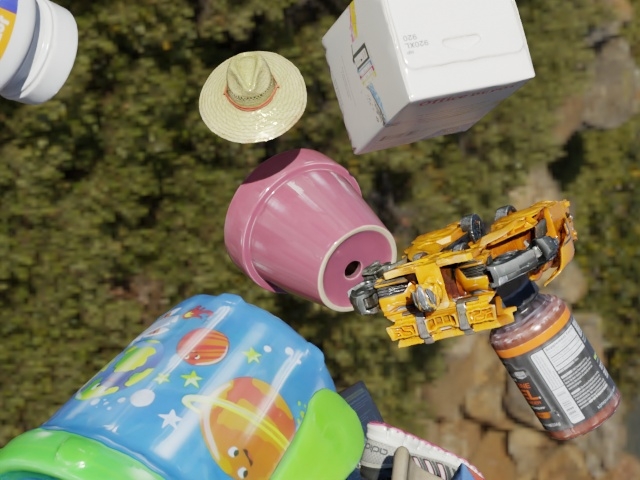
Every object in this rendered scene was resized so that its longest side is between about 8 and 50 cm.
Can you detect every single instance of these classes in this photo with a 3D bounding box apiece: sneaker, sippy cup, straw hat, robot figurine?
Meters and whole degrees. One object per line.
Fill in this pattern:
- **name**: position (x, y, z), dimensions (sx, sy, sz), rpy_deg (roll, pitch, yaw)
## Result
- **sneaker**: position (0.108, 0.259, 1.501), dimensions (0.170, 0.063, 0.075), rpy_deg (27, 84, -32)
- **sippy cup**: position (-0.104, 0.170, 1.053), dimensions (0.224, 0.305, 0.240), rpy_deg (-54, 151, -37)
- **straw hat**: position (-0.087, -0.194, 1.644), dimensions (0.061, 0.144, 0.144), rpy_deg (82, 19, -57)
- **robot figurine**: position (0.152, 0.029, 1.327), dimensions (0.291, 0.211, 0.085), rpy_deg (-32, 106, -62)

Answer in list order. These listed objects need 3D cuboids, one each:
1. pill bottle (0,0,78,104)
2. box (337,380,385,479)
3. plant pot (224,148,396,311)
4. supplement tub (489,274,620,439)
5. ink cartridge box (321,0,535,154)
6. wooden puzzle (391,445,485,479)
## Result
- **pill bottle**: position (-0.383, -0.227, 1.354), dimensions (0.272, 0.152, 0.152), rpy_deg (18, 70, -44)
- **box**: position (0.068, 0.410, 2.226), dimensions (0.318, 0.097, 0.395), rpy_deg (63, 13, 4)
- **plant pot**: position (0.000, 0.000, 1.821), dimensions (0.201, 0.180, 0.201), rpy_deg (-20, 126, -29)
- **supplement tub**: position (0.277, 0.139, 1.657), dimensions (0.198, 0.106, 0.106), rpy_deg (57, 33, -9)
- **ink cartridge box**: position (0.129, -0.231, 1.688), dimensions (0.232, 0.171, 0.168), rpy_deg (143, -67, -69)
- **wooden puzzle**: position (0.214, 0.333, 1.215), dimensions (0.080, 0.347, 0.322), rpy_deg (-58, -175, 20)
